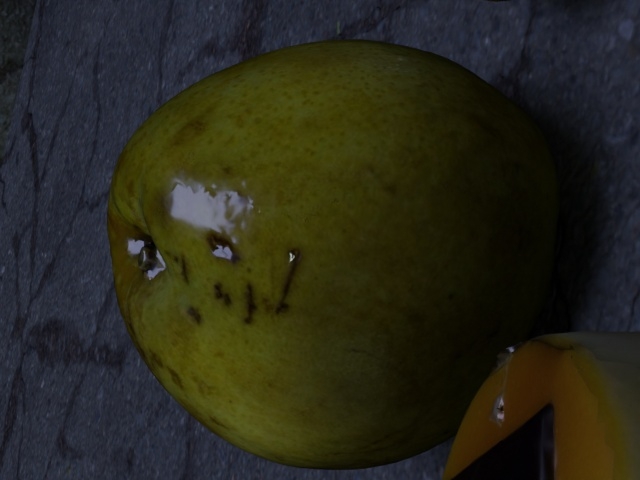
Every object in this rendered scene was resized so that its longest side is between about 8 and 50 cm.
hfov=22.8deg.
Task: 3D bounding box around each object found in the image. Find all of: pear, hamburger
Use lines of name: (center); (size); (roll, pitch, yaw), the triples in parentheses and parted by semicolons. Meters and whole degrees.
pear: (0.000, 0.000, 1.094); (0.304, 0.304, 0.303); (-33, 52, 56)
hamburger: (0.163, 0.184, 0.813); (0.276, 0.179, 0.294); (125, 155, -55)
